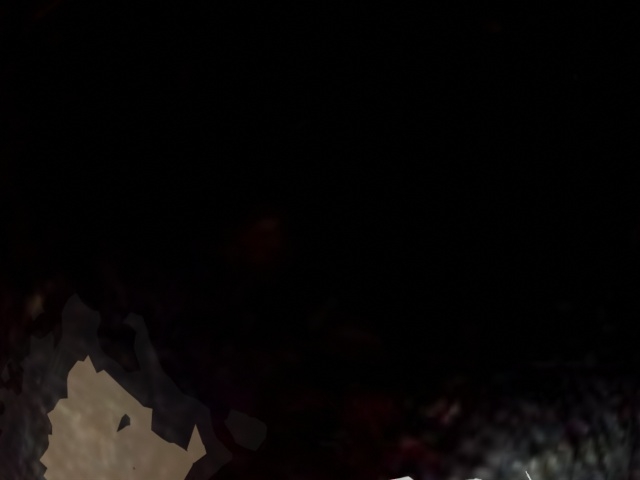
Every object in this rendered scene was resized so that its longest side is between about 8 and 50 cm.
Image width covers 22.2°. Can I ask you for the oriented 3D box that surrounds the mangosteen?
[{"bbox_3d":[0.000,0.000,0.524,0.347,0.307,0.307,51,160,37],"label":"mangosteen"}]
